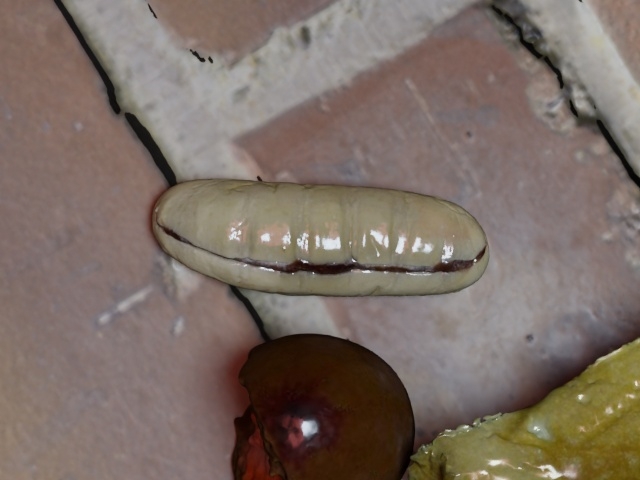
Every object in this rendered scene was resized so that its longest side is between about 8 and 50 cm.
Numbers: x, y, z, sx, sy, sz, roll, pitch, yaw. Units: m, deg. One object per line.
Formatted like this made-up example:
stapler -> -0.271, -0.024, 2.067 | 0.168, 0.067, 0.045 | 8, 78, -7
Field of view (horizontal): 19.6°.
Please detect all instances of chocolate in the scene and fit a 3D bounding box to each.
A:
chocolate -> -0.006, 0.117, 1.105 | 0.127, 0.133, 0.124 | -44, 92, -2

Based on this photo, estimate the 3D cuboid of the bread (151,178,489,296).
bread -> 0.001, 0.000, 1.153 | 0.214, 0.053, 0.073 | 5, 90, -3

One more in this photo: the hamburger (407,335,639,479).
hamburger -> 0.216, 0.161, 1.074 | 0.308, 0.132, 0.211 | -24, 60, -9
